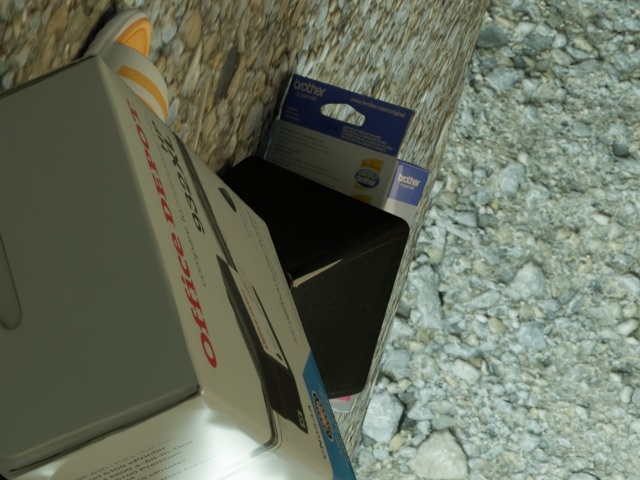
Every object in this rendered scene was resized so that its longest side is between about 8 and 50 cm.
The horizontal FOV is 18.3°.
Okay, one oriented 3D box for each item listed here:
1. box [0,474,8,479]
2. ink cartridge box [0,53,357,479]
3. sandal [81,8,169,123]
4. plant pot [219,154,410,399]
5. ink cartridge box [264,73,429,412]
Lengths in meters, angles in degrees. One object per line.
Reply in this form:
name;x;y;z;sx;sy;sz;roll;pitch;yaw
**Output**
box;-0.226;0.296;1.320;0.296;0.183;0.294;-1;110;-81
ink cartridge box;-0.104;0.055;1.221;0.307;0.129;0.223;46;23;-65
sandal;-0.157;-0.043;1.383;0.102;0.076;0.265;94;17;-56
plant pot;-0.053;0.048;1.865;0.167;0.187;0.188;-22;132;-61
ink cartridge box;0.000;0.000;2.027;0.065;0.186;0.311;12;96;-45
